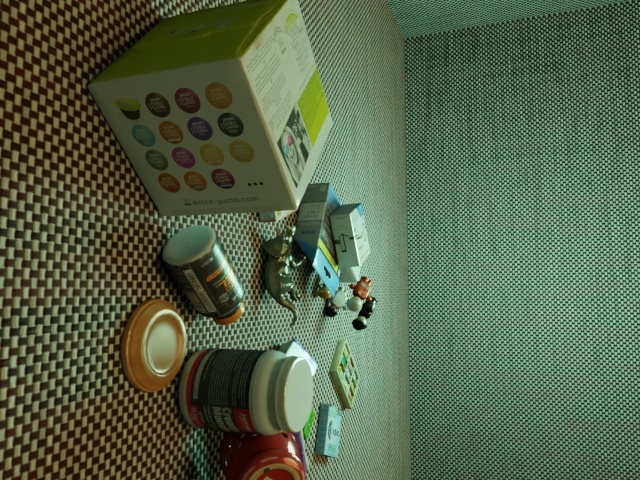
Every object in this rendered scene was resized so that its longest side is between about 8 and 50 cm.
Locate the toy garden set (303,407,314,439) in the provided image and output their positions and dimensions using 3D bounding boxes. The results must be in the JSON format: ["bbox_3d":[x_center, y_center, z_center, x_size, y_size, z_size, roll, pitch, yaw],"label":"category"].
[{"bbox_3d":[-0.093,0.573,1.812,0.203,0.049,0.244,-68,149,-51],"label":"toy garden set"}]

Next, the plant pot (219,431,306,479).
[{"bbox_3d":[-0.132,0.539,1.320,0.174,0.191,0.191,-153,-127,-66],"label":"plant pot"}]

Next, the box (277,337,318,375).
[{"bbox_3d":[-0.088,0.401,1.736,0.126,0.072,0.137,52,32,-11],"label":"box"}]

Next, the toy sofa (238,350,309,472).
[{"bbox_3d":[-0.148,0.494,1.490,0.150,0.177,0.362,-18,106,-69],"label":"toy sofa"}]

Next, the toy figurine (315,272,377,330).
[{"bbox_3d":[0.101,0.230,2.132,0.148,0.210,0.213,-59,151,-29],"label":"toy figurine"}]

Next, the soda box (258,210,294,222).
[{"bbox_3d":[-0.133,-0.107,1.751,0.183,0.058,0.062,-39,124,-66],"label":"soda box"}]

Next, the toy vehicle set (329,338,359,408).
[{"bbox_3d":[0.104,0.567,2.344,0.166,0.035,0.266,-69,149,-46],"label":"toy vehicle set"}]

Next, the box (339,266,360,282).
[{"bbox_3d":[0.089,0.051,2.235,0.181,0.119,0.180,63,32,-48],"label":"box"}]

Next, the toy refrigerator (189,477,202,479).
[{"bbox_3d":[-0.240,0.677,1.352,0.269,0.094,0.102,61,37,-47],"label":"toy refrigerator"}]

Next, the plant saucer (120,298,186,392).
[{"bbox_3d":[-0.346,0.224,1.187,0.200,0.037,0.199,-2,90,-70],"label":"plant saucer"}]

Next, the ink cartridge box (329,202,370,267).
[{"bbox_3d":[0.110,-0.020,2.025,0.148,0.086,0.203,-45,127,-61],"label":"ink cartridge box"}]

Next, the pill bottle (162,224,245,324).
[{"bbox_3d":[-0.260,0.092,1.298,0.130,0.131,0.245,-72,152,-42],"label":"pill bottle"}]

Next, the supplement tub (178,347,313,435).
[{"bbox_3d":[-0.173,0.352,1.299,0.191,0.273,0.191,-2,90,-69],"label":"supplement tub"}]

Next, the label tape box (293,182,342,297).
[{"bbox_3d":[0.000,0.000,2.021,0.249,0.115,0.347,58,38,-52],"label":"label tape box"}]

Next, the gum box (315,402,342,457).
[{"bbox_3d":[0.033,0.733,2.133,0.157,0.041,0.184,50,43,-58],"label":"gum box"}]

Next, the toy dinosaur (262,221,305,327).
[{"bbox_3d":[-0.126,0.109,1.715,0.160,0.121,0.313,17,76,-56],"label":"toy dinosaur"}]

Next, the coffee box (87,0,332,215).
[{"bbox_3d":[-0.203,-0.288,1.187,0.338,0.338,0.334,-69,149,-45],"label":"coffee box"}]
